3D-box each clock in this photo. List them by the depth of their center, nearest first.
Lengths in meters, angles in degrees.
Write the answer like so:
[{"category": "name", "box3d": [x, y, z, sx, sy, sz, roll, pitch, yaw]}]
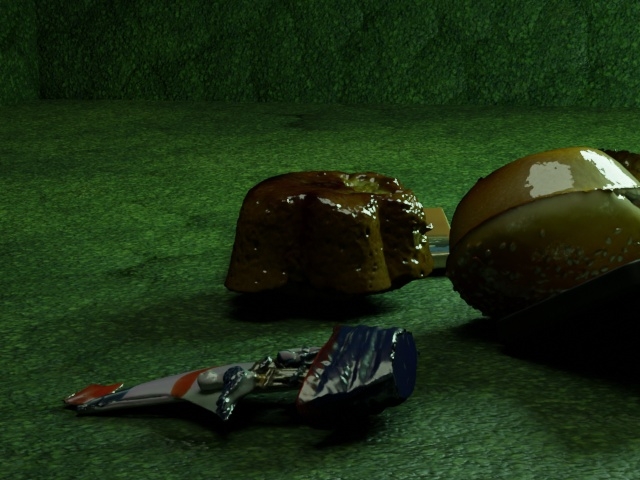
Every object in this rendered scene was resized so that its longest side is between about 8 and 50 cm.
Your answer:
[{"category": "clock", "box3d": [0.341, 0.052, 1.720, 0.273, 0.049, 0.279, -7, -12, -27]}]

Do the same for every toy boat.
[{"category": "toy boat", "box3d": [-0.051, 0.124, 1.601, 0.318, 0.072, 0.219, -6, 8, 36]}]

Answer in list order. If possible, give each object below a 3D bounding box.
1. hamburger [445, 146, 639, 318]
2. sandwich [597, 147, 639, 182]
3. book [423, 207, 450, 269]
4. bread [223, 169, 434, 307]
[{"category": "hamburger", "box3d": [0.234, -0.002, 1.845, 0.237, 0.147, 0.237, -18, -24, -8]}, {"category": "sandwich", "box3d": [0.384, -0.025, 2.009, 0.215, 0.065, 0.186, 29, -9, -29]}, {"category": "book", "box3d": [0.038, -0.001, 2.324, 0.263, 0.028, 0.374, -1, 10, 1]}, {"category": "bread", "box3d": [0.013, -0.001, 2.022, 0.232, 0.135, 0.247, 3, 12, 8]}]
